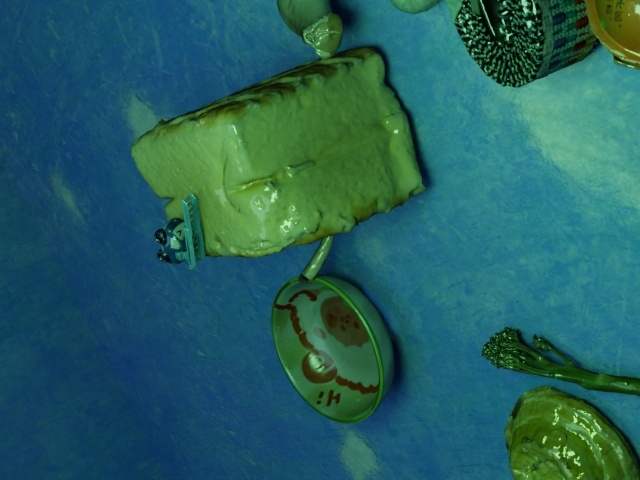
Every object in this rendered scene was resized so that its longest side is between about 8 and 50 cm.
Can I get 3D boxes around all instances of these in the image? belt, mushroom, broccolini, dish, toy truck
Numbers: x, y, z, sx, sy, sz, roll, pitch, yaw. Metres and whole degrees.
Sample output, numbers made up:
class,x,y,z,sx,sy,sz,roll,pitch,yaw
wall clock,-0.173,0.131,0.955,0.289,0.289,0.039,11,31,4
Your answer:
class,x,y,z,sx,sy,sz,roll,pitch,yaw
belt,0.273,-0.350,1.495,0.207,0.150,0.258,-2,112,65
mushroom,0.000,0.000,2.131,0.060,0.061,0.187,24,95,33
broccolini,0.436,0.202,1.780,0.392,0.078,0.074,5,107,44
dish,0.048,0.206,2.242,0.324,0.124,0.324,24,125,39
mushroom,-0.022,-0.392,1.867,0.225,0.093,0.116,-99,25,-44
toy truck,-0.241,-0.019,1.845,0.074,0.063,0.136,12,126,27

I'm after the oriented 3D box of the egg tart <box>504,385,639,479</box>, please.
class,x,y,z,sx,sy,sz,roll,pitch,yaw
egg tart,0.417,0.394,1.883,0.290,0.115,0.290,33,136,38

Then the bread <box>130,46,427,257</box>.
class,x,y,z,sx,sy,sz,roll,pitch,yaw
bread,-0.076,-0.148,1.916,0.390,0.371,0.280,-2,111,52

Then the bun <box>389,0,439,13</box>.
class,x,y,z,sx,sy,sz,roll,pitch,yaw
bun,0.135,-0.421,1.686,0.140,0.083,0.141,32,135,39

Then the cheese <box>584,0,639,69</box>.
class,x,y,z,sx,sy,sz,roll,pitch,yaw
cheese,0.460,-0.280,1.275,0.329,0.217,0.129,23,170,27
